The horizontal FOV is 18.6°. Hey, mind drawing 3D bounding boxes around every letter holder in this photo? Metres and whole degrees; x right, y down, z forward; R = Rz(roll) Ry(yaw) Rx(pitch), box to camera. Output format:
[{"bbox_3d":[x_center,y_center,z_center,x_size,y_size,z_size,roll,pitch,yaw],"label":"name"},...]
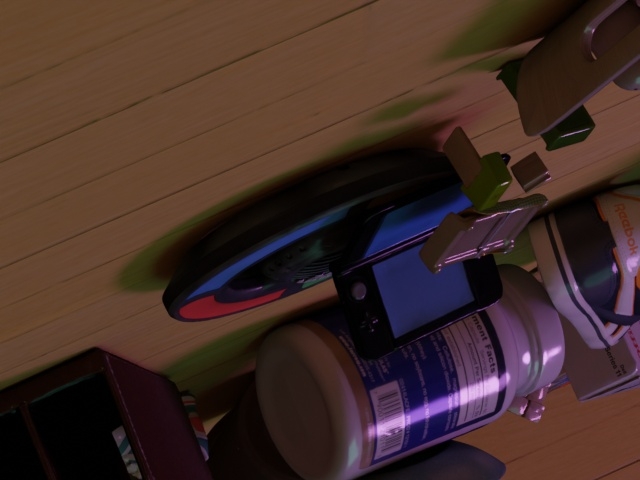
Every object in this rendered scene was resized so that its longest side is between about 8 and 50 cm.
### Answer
[{"bbox_3d":[-0.174,0.228,1.598,0.152,0.214,0.302,-25,169,2],"label":"letter holder"}]

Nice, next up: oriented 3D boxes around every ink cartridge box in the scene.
[{"bbox_3d":[0.341,0.099,2.282,0.087,0.153,0.208,-28,168,25],"label":"ink cartridge box"}]

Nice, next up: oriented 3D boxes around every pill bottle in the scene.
[{"bbox_3d":[0.086,0.116,1.794,0.264,0.153,0.153,-18,168,-30],"label":"pill bottle"}]

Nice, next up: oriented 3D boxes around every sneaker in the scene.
[{"bbox_3d":[-0.175,0.201,1.845,0.161,0.075,0.057,-18,168,-33],"label":"sneaker"},{"bbox_3d":[0.291,0.027,1.887,0.127,0.126,0.321,-20,169,11],"label":"sneaker"}]

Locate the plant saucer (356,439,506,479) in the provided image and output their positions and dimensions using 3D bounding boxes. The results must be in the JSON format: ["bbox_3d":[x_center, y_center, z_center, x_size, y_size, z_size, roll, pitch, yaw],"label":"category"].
[{"bbox_3d":[0.074,0.217,1.803,0.195,0.037,0.195,-14,-174,2],"label":"plant saucer"}]

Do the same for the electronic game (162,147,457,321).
[{"bbox_3d":[0.000,0.000,1.321,0.229,0.048,0.229,-24,170,-5],"label":"electronic game"}]

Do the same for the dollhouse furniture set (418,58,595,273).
[{"bbox_3d":[0.109,-0.046,1.227,0.076,0.058,0.152,-17,155,-34],"label":"dollhouse furniture set"}]

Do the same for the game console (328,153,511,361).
[{"bbox_3d":[0.075,0.012,1.279,0.122,0.107,0.071,-23,-169,-27],"label":"game console"}]

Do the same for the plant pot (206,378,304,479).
[{"bbox_3d":[-0.010,0.234,2.013,0.263,0.263,0.229,-21,151,-16],"label":"plant pot"}]

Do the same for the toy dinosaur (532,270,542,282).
[{"bbox_3d":[0.275,0.037,2.142,0.092,0.053,0.183,-11,158,-3],"label":"toy dinosaur"}]

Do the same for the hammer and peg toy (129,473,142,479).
[{"bbox_3d":[-0.137,0.346,1.938,0.361,0.266,0.127,18,-136,44],"label":"hammer and peg toy"}]

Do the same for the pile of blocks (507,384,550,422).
[{"bbox_3d":[0.189,0.126,2.285,0.362,0.149,0.113,120,-7,-87],"label":"pile of blocks"}]

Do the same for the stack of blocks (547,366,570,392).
[{"bbox_3d":[0.364,0.136,2.687,0.297,0.087,0.171,-13,164,-46],"label":"stack of blocks"}]

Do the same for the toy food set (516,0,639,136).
[{"bbox_3d":[0.283,-0.146,1.108,0.306,0.092,0.220,-19,168,-29],"label":"toy food set"}]
